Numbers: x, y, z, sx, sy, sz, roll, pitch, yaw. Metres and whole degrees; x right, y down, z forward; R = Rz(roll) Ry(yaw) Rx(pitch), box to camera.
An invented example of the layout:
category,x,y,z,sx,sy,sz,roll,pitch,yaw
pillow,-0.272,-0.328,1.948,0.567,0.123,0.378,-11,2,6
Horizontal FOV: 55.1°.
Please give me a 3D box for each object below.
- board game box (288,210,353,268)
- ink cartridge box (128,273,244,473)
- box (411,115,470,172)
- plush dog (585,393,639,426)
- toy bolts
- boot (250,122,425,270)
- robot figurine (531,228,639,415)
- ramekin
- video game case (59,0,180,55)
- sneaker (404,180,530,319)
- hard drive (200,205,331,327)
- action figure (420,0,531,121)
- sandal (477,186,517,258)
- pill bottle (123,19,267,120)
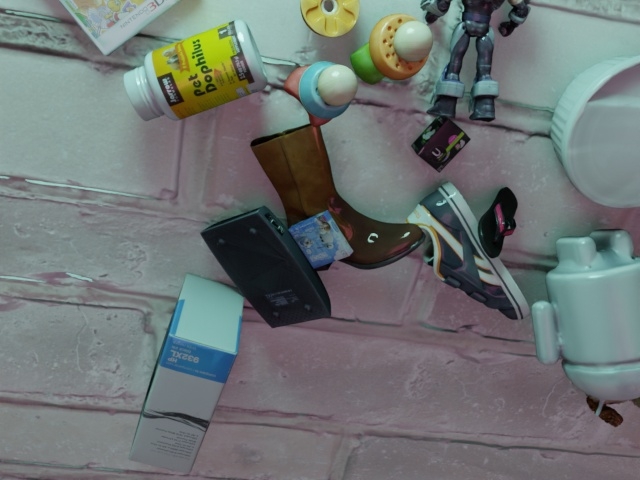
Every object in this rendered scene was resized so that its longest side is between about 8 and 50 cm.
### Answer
category,x,y,z,sx,sy,sz,roll,pitch,yaw
board game box,0.000,0.000,1.110,0.090,0.020,0.090,-22,108,39
ink cartridge box,-0.260,0.258,1.204,0.129,0.223,0.307,17,114,-13
box,0.220,-0.180,1.122,0.062,0.052,0.083,34,110,-20
plush dog,0.686,0.286,1.352,0.226,0.210,0.262,-7,89,14
toy bolts,0.042,-0.299,0.948,0.218,0.158,0.228,44,82,-18
boot,0.034,-0.087,1.109,0.264,0.096,0.280,-3,119,32
robot figurine,0.563,0.157,1.202,0.300,0.200,0.353,-11,91,0
ramekin,0.545,-0.204,1.096,0.273,0.127,0.272,-2,117,-4
video game case,-0.334,-0.441,0.956,0.206,0.026,0.227,-32,115,11
sneaker,0.283,0.045,1.203,0.127,0.126,0.321,-34,104,7
hard drive,-0.097,0.053,1.174,0.172,0.054,0.254,-17,118,36
action figure,0.253,-0.346,1.019,0.185,0.099,0.284,8,104,-1
sandal,0.339,-0.041,1.140,0.040,0.179,0.067,-20,118,48
pill bottle,-0.203,-0.270,1.002,0.215,0.117,0.117,-19,117,5
